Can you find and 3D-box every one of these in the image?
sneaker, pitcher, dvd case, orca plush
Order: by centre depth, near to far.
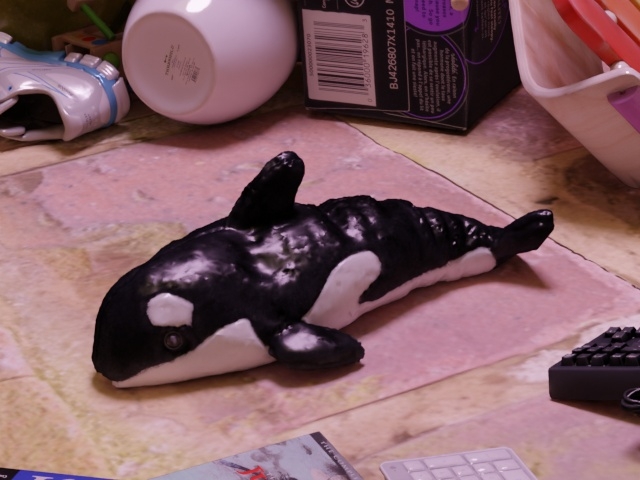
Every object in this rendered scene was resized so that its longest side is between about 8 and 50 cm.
[{"bbox_3d":[-0.019,0.130,0.841,0.119,0.013,0.087,-9,44,-44],"label":"dvd case"},{"bbox_3d":[0.000,0.000,1.087,0.287,0.102,0.151,-9,24,-11],"label":"orca plush"},{"bbox_3d":[-0.247,-0.114,1.436,0.191,0.071,0.083,9,33,28],"label":"sneaker"},{"bbox_3d":[-0.061,-0.190,1.437,0.125,0.178,0.207,24,31,18],"label":"pitcher"}]

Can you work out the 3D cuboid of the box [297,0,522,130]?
[{"bbox_3d":[0.104,-0.213,1.472,0.143,0.165,0.270,10,27,26],"label":"box"}]

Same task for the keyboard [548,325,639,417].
[{"bbox_3d":[0.205,0.064,0.958,0.180,0.023,0.108,-4,19,39],"label":"keyboard"}]

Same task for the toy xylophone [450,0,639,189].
[{"bbox_3d":[0.176,-0.180,1.276,0.081,0.236,0.322,-30,49,27],"label":"toy xylophone"}]

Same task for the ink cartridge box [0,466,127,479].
[{"bbox_3d":[-0.164,0.147,0.854,0.207,0.046,0.097,3,26,16],"label":"ink cartridge box"}]

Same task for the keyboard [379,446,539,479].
[{"bbox_3d":[0.101,0.157,0.826,0.072,0.014,0.256,-11,25,-14],"label":"keyboard"}]

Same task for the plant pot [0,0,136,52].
[{"bbox_3d":[-0.268,-0.268,1.589,0.276,0.276,0.254,-15,37,-23],"label":"plant pot"}]

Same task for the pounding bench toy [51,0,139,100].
[{"bbox_3d":[-0.176,-0.155,1.491,0.052,0.083,0.065,-23,29,-37],"label":"pounding bench toy"}]
